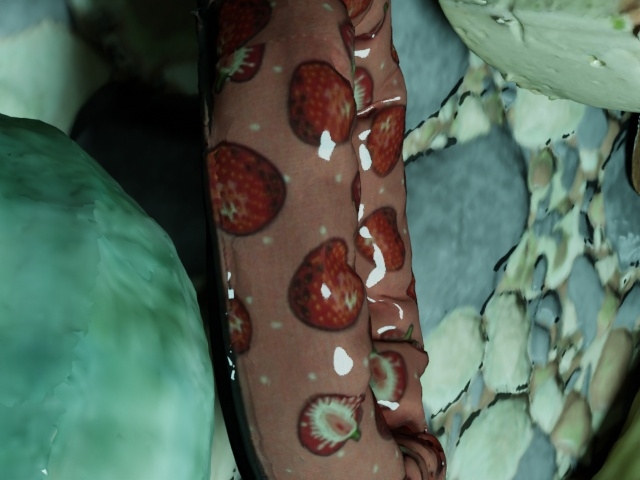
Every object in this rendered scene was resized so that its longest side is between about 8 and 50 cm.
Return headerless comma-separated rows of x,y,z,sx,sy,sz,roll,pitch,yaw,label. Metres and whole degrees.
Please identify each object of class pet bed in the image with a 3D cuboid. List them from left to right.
0.000,0.000,0.563,0.201,0.054,0.201,-8,90,-81,pet bed

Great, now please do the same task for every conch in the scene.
-0.090,0.064,0.434,0.277,0.195,0.220,39,28,-29,conch

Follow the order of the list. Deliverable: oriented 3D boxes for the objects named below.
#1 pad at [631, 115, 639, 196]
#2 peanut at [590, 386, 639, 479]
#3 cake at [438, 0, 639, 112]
0.252,-0.176,0.879,0.250,0.055,0.323,-14,137,-51,pad
0.192,0.134,0.855,0.140,0.153,0.325,79,33,-53,peanut
0.134,-0.147,0.710,0.225,0.109,0.090,-61,142,-19,cake
